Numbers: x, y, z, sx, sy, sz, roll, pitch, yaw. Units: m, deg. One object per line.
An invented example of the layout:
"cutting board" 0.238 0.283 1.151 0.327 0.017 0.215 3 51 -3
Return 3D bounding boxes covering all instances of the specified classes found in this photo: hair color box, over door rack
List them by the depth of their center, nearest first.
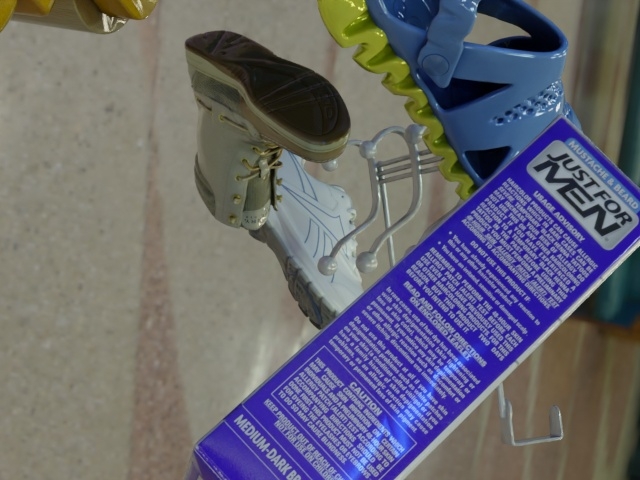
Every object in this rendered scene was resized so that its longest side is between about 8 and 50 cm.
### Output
"hair color box" 0.061 0.082 0.908 0.339 0.110 0.185 -39 171 -21
"over door rack" 0.096 0.050 1.309 0.108 0.239 0.324 -19 94 -20

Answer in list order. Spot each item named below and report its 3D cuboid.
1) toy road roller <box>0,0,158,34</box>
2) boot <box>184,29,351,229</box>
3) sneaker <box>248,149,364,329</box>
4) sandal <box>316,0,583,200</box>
"toy road roller" -0.299 -0.237 1.119 0.329 0.202 0.241 49 56 -60
"boot" -0.050 -0.078 1.200 0.077 0.213 0.165 -21 130 -31
"sneaker" 0.000 0.000 1.645 0.129 0.297 0.111 -29 166 -16
"sandal" 0.138 -0.126 1.048 0.317 0.138 0.126 42 48 -30
